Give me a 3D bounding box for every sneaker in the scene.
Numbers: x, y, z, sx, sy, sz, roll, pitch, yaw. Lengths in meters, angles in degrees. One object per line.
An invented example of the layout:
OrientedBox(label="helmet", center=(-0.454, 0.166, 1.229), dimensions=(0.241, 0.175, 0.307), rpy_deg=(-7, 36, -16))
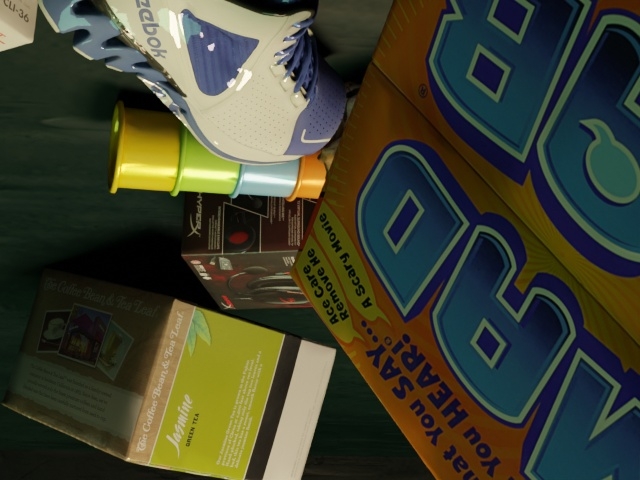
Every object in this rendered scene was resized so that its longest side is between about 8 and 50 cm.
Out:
OrientedBox(label="sneaker", center=(-0.052, -0.166, 0.855), dimensions=(0.182, 0.127, 0.315), rpy_deg=(-12, 154, 34))

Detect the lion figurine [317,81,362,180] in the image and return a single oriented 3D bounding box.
OrientedBox(label="lion figurine", center=(0.201, -0.092, 1.028), dimensions=(0.392, 0.142, 0.240), rpy_deg=(-3, -179, -10))

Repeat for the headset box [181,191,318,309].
OrientedBox(label="headset box", center=(0.000, 0.000, 1.311), dimensions=(0.293, 0.110, 0.218), rpy_deg=(-2, 159, 7))

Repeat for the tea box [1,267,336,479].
OrientedBox(label="tea box", center=(-0.218, 0.196, 1.553), dimensions=(0.329, 0.220, 0.323), rpy_deg=(9, 169, 46))

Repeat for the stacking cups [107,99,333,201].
OrientedBox(label="stacking cups", center=(-0.059, -0.079, 1.127), dimensions=(0.316, 0.096, 0.096), rpy_deg=(6, 158, -15))

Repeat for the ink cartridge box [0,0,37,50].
OrientedBox(label="ink cartridge box", center=(-0.307, -0.198, 0.857), dimensions=(0.198, 0.067, 0.115), rpy_deg=(-11, 156, 25))

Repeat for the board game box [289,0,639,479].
OrientedBox(label="board game box", center=(0.259, -0.015, 0.634), dimensions=(0.356, 0.356, 0.356), rpy_deg=(-9, 137, -34))
